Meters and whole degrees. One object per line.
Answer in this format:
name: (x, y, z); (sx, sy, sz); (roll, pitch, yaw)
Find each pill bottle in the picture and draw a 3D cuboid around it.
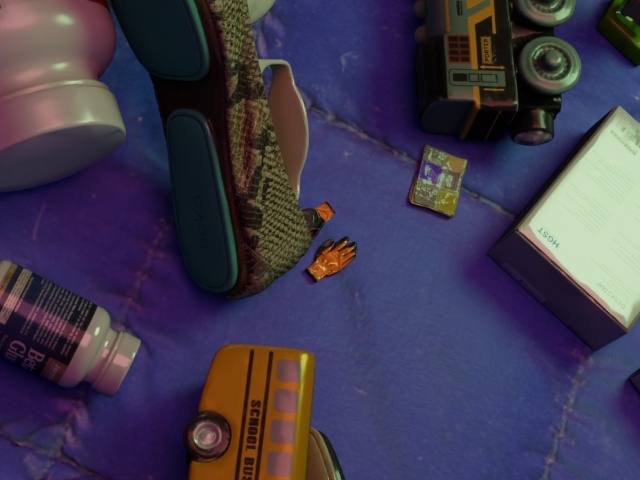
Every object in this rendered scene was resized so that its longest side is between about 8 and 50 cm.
pill bottle: (-0.278, 0.097, 1.705); (0.169, 0.094, 0.094); (27, 65, -8)
pill bottle: (-0.353, -0.270, 1.734); (0.229, 0.229, 0.407); (-16, 77, -23)

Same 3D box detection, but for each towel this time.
towel: (0.142, -0.071, 1.956); (0.060, 0.009, 0.083); (22, 66, -10)

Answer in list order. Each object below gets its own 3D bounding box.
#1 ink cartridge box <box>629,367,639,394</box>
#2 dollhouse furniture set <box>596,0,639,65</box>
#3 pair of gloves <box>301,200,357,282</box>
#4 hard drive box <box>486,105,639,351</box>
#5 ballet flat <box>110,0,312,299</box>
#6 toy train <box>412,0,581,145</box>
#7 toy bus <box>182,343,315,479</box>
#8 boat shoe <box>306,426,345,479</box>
ink cartridge box: (0.479, 0.163, 1.955); (0.175, 0.072, 0.127); (-33, 84, -25)
dollhouse furniture set: (0.430, -0.378, 2.000); (0.197, 0.301, 0.151); (43, 66, 2)
pair of gloves: (0.000, 0.000, 1.882); (0.074, 0.010, 0.083); (-33, 84, -25)
hard drive box: (0.344, -0.016, 1.962); (0.181, 0.089, 0.232); (43, 63, 0)
ballet flat: (-0.107, -0.176, 1.750); (0.182, 0.164, 0.483); (-31, 118, -35)
toy train: (0.205, -0.272, 1.985); (0.190, 0.142, 0.334); (1, 71, -9)
toy bus: (-0.083, 0.280, 1.684); (0.130, 0.108, 0.332); (5, 69, 0)
boat shoe: (0.011, 0.315, 1.751); (0.079, 0.084, 0.233); (17, 52, -55)
